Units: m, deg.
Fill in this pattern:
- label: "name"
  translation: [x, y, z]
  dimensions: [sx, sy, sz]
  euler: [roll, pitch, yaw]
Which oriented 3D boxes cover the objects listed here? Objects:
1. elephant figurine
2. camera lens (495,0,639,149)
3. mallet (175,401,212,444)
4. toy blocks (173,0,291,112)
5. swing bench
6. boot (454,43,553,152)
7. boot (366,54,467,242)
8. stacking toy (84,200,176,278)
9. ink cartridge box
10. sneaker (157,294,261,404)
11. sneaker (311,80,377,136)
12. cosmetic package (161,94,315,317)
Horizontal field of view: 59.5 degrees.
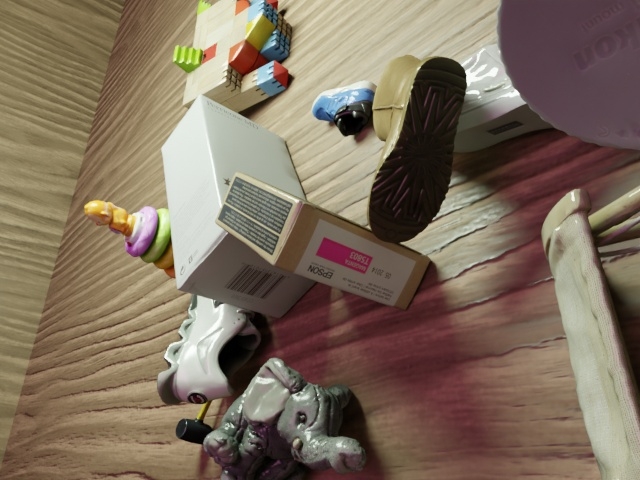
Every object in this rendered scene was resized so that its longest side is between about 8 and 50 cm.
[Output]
- label: "elephant figurine"
  translation: [-0.029, 0.243, 0.758]
  dimensions: [0.239, 0.169, 0.186]
  euler: [-44, 68, 29]
- label: "camera lens"
  translation: [0.298, -0.236, 0.470]
  dimensions: [0.219, 0.219, 0.274]
  euler: [-1, 40, 51]
- label: "mallet"
  translation: [-0.194, 0.288, 1.040]
  dimensions: [0.039, 0.062, 0.190]
  euler: [13, 67, 52]
- label: "toy blocks"
  translation: [-0.186, -0.458, 1.329]
  dimensions: [0.260, 0.190, 0.382]
  euler: [-17, 59, 33]
- label: "swing bench"
  translation: [0.298, 0.071, 0.418]
  dimensions: [0.254, 0.165, 0.253]
  euler: [-30, 51, 40]
- label: "boot"
  translation: [0.247, -0.199, 0.681]
  dimensions: [0.258, 0.095, 0.124]
  euler: [-10, 71, 50]
- label: "boot"
  translation: [0.113, -0.138, 0.771]
  dimensions: [0.269, 0.089, 0.236]
  euler: [-102, 31, -74]
- label: "stacking toy"
  translation: [-0.331, -0.011, 1.137]
  dimensions: [0.175, 0.301, 0.166]
  euler: [7, 77, 52]
- label: "ink cartridge box"
  translation: [0.000, 0.000, 0.773]
  dimensions: [0.193, 0.234, 0.088]
  euler: [30, 96, 54]
- label: "sneaker"
  translation: [-0.166, 0.147, 1.017]
  dimensions: [0.146, 0.123, 0.331]
  euler: [-3, 48, 15]
- label: "sneaker"
  translation: [0.033, -0.224, 0.997]
  dimensions: [0.152, 0.058, 0.085]
  euler: [-6, 58, 43]
- label: "cosmetic package"
  translation: [-0.150, -0.069, 1.019]
  dimensions: [0.156, 0.217, 0.385]
  euler: [-46, 43, 27]
